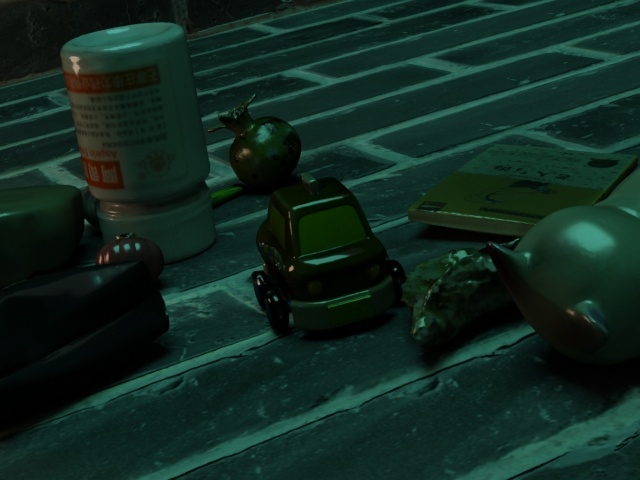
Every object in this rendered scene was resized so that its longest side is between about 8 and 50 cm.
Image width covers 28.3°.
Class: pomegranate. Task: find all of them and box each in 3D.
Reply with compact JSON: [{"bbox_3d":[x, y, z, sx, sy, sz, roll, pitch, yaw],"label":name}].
[{"bbox_3d":[-0.117,-0.180,2.388,0.148,0.169,0.148,-41,-2,-1],"label":"pomegranate"}]

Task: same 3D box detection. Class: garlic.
[{"bbox_3d":[-0.364,-0.076,2.306,0.147,0.102,0.159,-21,22,-26],"label":"garlic"}]

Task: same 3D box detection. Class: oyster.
[{"bbox_3d":[0.221,0.055,1.721,0.396,0.111,0.204,-23,6,-32],"label":"oyster"}]

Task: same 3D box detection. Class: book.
[{"bbox_3d":[0.342,-0.089,2.097,0.269,0.032,0.389,7,23,27],"label":"book"}]

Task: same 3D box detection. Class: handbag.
[{"bbox_3d":[-0.406,0.124,1.739,0.288,0.152,0.342,-6,16,47],"label":"handbag"}]

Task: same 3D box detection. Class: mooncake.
[{"bbox_3d":[-0.535,-0.013,2.172,0.274,0.135,0.275,-7,17,2],"label":"mooncake"}]

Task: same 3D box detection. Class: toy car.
[{"bbox_3d":[0.000,0.000,1.788,0.204,0.198,0.248,-14,20,-11],"label":"toy car"}]

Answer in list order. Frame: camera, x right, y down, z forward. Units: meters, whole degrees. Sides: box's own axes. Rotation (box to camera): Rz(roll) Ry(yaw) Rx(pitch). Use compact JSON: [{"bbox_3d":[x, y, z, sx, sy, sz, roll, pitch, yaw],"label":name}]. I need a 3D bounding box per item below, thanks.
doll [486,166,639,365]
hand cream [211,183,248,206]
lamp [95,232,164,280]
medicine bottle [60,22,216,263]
[{"bbox_3d":[0.393,0.022,1.549,0.370,0.226,0.215,-29,57,-22],"label":"doll"},{"bbox_3d":[-0.185,-0.082,2.356,0.036,0.023,0.122,6,24,38],"label":"hand cream"},{"bbox_3d":[-0.297,0.036,1.983,0.107,0.092,0.107,-8,-12,-2],"label":"lamp"},{"bbox_3d":[-0.296,-0.160,2.111,0.211,0.372,0.211,-7,19,3],"label":"medicine bottle"}]
